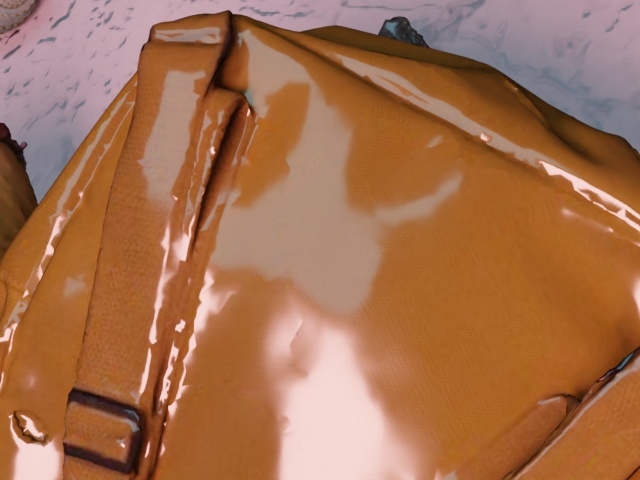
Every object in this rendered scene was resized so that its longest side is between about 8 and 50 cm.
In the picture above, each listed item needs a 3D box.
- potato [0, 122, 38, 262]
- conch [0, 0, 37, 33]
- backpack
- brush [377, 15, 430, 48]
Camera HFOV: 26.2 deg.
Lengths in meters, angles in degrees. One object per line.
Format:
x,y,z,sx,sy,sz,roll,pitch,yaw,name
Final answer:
-0.262,0.106,0.806,0.300,0.289,0.237,-26,72,-8,potato
-0.248,-0.189,1.058,0.085,0.056,0.076,16,89,63,conch
-0.008,0.083,0.653,0.353,0.201,0.378,37,89,17,backpack
0.116,-0.019,0.791,0.070,0.051,0.323,-37,57,12,brush
